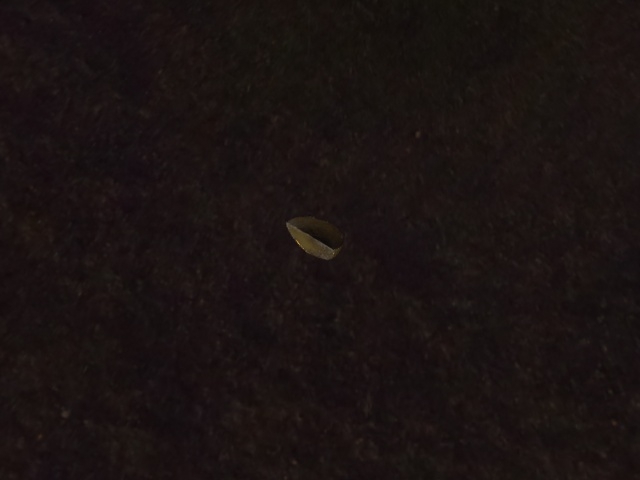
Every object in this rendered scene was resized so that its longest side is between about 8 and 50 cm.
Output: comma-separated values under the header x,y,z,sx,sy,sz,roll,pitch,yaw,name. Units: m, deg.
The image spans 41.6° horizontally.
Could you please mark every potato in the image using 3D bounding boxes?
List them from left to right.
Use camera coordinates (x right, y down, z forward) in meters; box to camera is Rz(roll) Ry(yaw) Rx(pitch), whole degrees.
x,y,z,sx,sy,sz,roll,pitch,yaw,name
0.000,-0.001,1.067,0.093,0.037,0.036,30,137,39,potato
